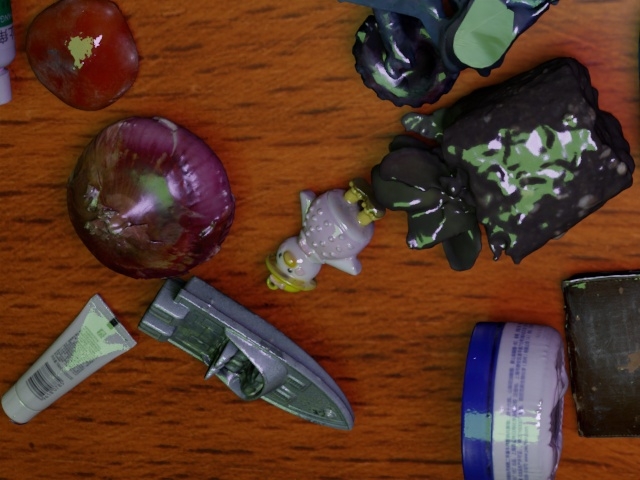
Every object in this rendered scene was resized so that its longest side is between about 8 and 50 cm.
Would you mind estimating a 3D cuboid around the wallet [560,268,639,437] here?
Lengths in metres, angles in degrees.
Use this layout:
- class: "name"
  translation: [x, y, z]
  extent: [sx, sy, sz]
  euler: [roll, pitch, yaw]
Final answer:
- class: "wallet"
  translation: [0.367, 0.141, 1.438]
  extent: [0.122, 0.031, 0.232]
  euler: [-3, 113, 16]

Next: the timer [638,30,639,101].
- class: "timer"
  translation: [0.508, -0.152, 1.216]
  extent: [0.340, 0.115, 0.309]
  euler: [0, 115, 19]

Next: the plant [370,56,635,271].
- class: "plant"
  translation: [0.200, -0.078, 1.310]
  extent: [0.276, 0.188, 0.199]
  euler: [-27, 101, 26]

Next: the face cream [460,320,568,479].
- class: "face cream"
  translation: [0.237, 0.201, 1.408]
  extent: [0.111, 0.206, 0.206]
  euler: [2, 113, 18]

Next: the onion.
- class: "onion"
  translation: [-0.227, -0.043, 1.491]
  extent: [0.230, 0.163, 0.230]
  euler: [4, 110, 10]

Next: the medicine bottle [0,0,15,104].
- class: "medicine bottle"
  translation: [-0.444, -0.303, 1.494]
  extent: [0.095, 0.095, 0.260]
  euler: [7, 116, 16]

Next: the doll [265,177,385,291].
- class: "doll"
  translation: [0.000, 0.000, 1.477]
  extent: [0.207, 0.081, 0.129]
  euler: [-42, 75, 31]

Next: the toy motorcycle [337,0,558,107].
- class: "toy motorcycle"
  translation: [0.162, -0.312, 1.232]
  extent: [0.416, 0.172, 0.232]
  euler: [-32, 105, 36]

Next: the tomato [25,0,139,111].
- class: "tomato"
  translation: [-0.313, -0.233, 1.492]
  extent: [0.155, 0.069, 0.155]
  euler: [8, 116, 16]

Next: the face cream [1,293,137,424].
- class: "face cream"
  translation: [-0.376, 0.182, 1.704]
  extent: [0.243, 0.058, 0.092]
  euler: [-39, 90, 23]

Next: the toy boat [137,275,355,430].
- class: "toy boat"
  translation: [-0.088, 0.164, 1.559]
  extent: [0.319, 0.092, 0.141]
  euler: [32, 147, -5]
